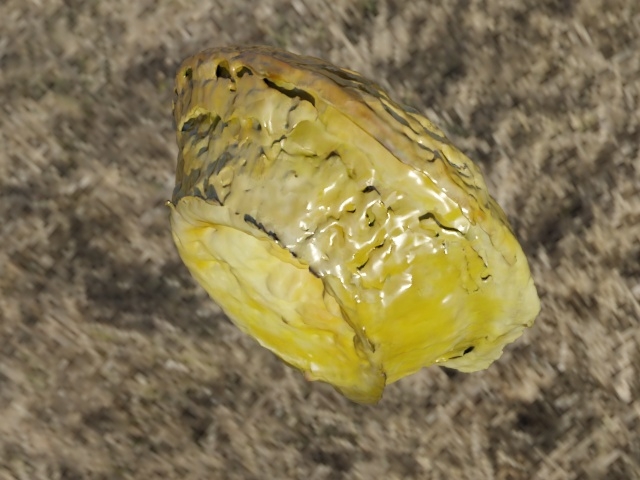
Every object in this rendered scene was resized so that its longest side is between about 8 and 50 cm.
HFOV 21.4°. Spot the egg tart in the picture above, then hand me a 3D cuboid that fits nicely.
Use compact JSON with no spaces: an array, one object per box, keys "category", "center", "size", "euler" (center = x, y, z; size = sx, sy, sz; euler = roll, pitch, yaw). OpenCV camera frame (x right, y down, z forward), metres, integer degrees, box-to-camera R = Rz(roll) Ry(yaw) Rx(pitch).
[{"category":"egg tart","center":[0.000,0.000,0.692],"size":[0.191,0.191,0.074],"euler":[24,62,35]}]
